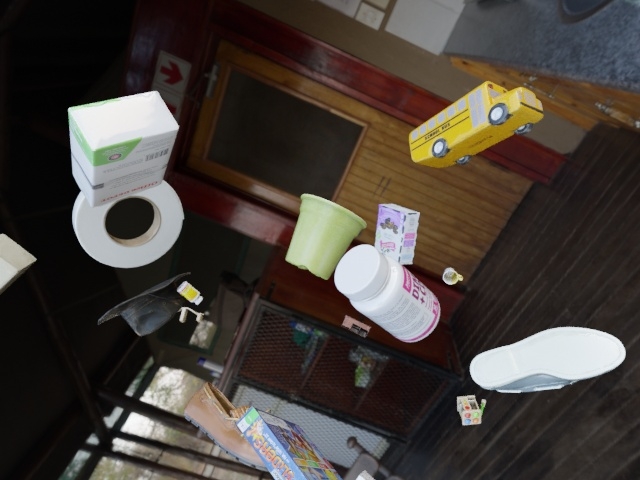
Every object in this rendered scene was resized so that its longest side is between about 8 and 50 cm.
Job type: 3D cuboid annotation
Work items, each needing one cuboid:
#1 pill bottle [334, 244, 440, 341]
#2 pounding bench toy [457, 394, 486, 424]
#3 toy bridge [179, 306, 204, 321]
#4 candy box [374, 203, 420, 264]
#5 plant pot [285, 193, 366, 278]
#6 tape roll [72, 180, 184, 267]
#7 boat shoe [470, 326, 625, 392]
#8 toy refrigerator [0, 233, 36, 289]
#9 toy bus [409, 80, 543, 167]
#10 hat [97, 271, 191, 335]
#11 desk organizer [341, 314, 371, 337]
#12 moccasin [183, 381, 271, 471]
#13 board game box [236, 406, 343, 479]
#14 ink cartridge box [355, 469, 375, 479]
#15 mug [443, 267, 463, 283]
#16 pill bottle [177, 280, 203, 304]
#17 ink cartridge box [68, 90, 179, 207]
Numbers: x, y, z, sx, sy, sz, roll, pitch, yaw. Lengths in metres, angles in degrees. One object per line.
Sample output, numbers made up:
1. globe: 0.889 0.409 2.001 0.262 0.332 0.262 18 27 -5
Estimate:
1. pill bottle: 0.174 0.138 1.067 0.160 0.283 0.161 -29 42 29
2. pounding bench toy: 0.446 0.492 1.199 0.065 0.083 0.052 -88 -10 -66
3. toy bridge: -0.597 0.325 1.811 0.026 0.187 0.063 72 -161 -54
4. candy box: 0.283 -0.026 1.555 0.164 0.070 0.197 30 119 58
5. plant pot: 0.000 0.000 1.566 0.276 0.275 0.254 151 144 -82
6. tape roll: -0.727 -0.083 1.592 0.072 0.391 0.393 32 101 47
7. boat shoe: 0.518 0.286 0.958 0.319 0.099 0.116 -23 46 27
8. toy refrigerator: -0.729 0.114 0.836 0.269 0.094 0.102 -45 19 -3
9. toy bus: 0.386 -0.293 1.071 0.332 0.108 0.131 -26 62 54
10. hat: -0.568 0.235 1.410 0.331 0.134 0.331 -28 4 2
11. desk organizer: 0.167 0.407 1.957 0.047 0.130 0.050 103 -167 -71
12. moccasin: -0.226 0.528 1.187 0.147 0.379 0.139 -59 -41 -18
13. board game box: -0.037 0.335 0.640 0.035 0.136 0.201 -45 -35 -10
14. ink cartridge box: 0.141 0.914 1.465 0.143 0.092 0.090 -54 -25 -4
15. mug: 0.562 0.153 1.777 0.062 0.078 0.064 -44 3 20
16. pill bottle: -0.438 0.179 1.395 0.043 0.083 0.043 -36 23 18
17. ink cartridge box: -0.479 -0.214 1.002 0.198 0.115 0.273 -29 -5 -36
